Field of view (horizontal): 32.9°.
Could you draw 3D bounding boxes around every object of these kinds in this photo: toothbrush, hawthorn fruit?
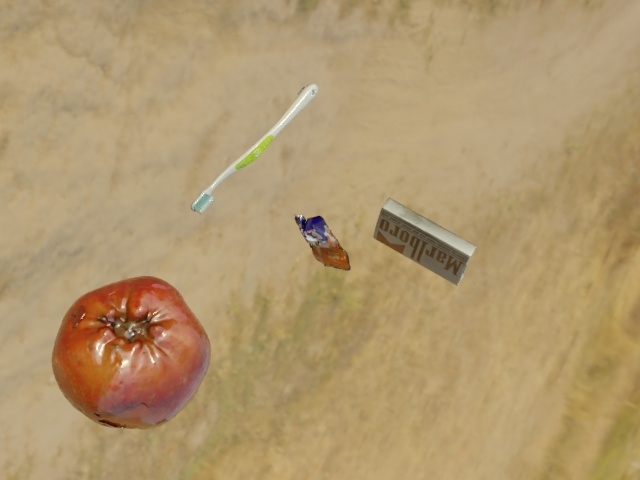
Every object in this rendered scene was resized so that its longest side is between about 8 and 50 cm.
[{"bbox_3d":[-0.094,-0.136,1.564,0.263,0.026,0.022,-49,143,-15],"label":"toothbrush"},{"bbox_3d":[-0.258,0.164,1.512,0.211,0.211,0.299,-61,177,-14],"label":"hawthorn fruit"}]

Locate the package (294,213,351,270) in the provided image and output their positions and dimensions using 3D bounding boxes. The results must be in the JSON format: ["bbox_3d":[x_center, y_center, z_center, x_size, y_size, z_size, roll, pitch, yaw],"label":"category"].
[{"bbox_3d":[0.001,-0.001,1.641,0.110,0.077,0.033,59,41,-38],"label":"package"}]

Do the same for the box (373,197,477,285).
[{"bbox_3d":[0.182,0.002,1.906,0.036,0.177,0.115,-55,169,-26],"label":"box"}]
